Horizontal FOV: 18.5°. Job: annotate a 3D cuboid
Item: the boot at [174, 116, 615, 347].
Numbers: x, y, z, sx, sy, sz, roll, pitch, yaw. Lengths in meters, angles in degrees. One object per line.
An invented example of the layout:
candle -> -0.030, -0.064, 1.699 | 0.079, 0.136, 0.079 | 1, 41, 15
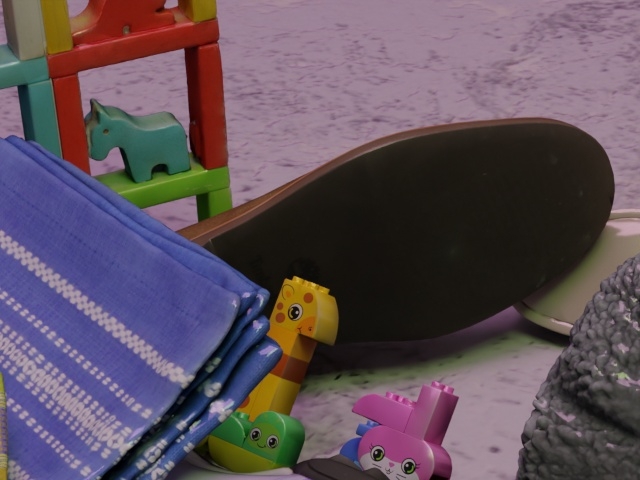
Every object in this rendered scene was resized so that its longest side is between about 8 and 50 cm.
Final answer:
boot -> 0.000, 0.000, 1.023 | 0.305, 0.112, 0.115 | -19, 20, -5

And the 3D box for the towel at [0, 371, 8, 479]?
towel -> -0.150, 0.092, 0.777 | 0.060, 0.009, 0.083 | -22, 40, 14

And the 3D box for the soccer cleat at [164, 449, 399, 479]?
soccer cleat -> -0.053, 0.142, 0.814 | 0.318, 0.109, 0.116 | 18, 48, 36

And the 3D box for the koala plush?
koala plush -> 0.195, 0.071, 0.833 | 0.196, 0.203, 0.221 | 11, 20, 23

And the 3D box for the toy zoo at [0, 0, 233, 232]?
toy zoo -> -0.146, -0.092, 1.030 | 0.192, 0.293, 0.030 | -14, 31, -19

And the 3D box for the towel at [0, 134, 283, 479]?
towel -> -0.198, 0.096, 0.833 | 0.336, 0.040, 0.243 | -42, 42, -14

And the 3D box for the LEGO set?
LEGO set -> -0.012, 0.065, 0.911 | 0.227, 0.093, 0.087 | 19, -3, 31

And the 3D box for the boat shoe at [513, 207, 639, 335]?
boat shoe -> 0.203, 0.022, 1.048 | 0.206, 0.075, 0.065 | -6, -14, 7
